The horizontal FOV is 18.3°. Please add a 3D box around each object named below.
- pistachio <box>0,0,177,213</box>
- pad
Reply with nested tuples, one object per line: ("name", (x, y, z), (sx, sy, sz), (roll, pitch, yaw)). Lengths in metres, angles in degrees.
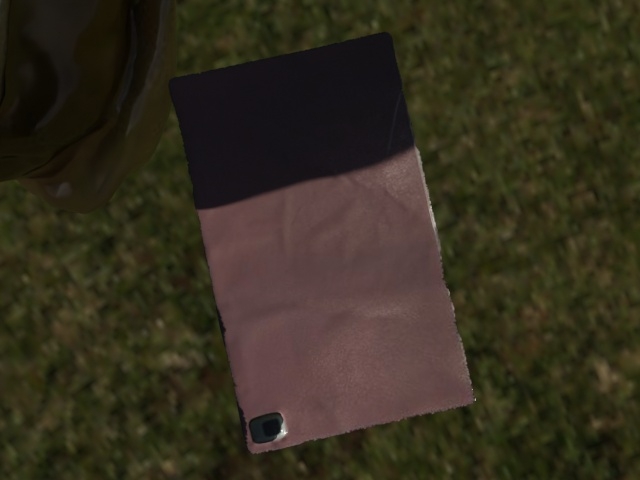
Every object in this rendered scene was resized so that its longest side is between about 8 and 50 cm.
("pistachio", (-0.173, -0.172, 1.017), (0.238, 0.229, 0.321), (-27, 70, 57))
("pad", (0.000, 0.000, 0.958), (0.113, 0.006, 0.187), (-13, 83, 0))
